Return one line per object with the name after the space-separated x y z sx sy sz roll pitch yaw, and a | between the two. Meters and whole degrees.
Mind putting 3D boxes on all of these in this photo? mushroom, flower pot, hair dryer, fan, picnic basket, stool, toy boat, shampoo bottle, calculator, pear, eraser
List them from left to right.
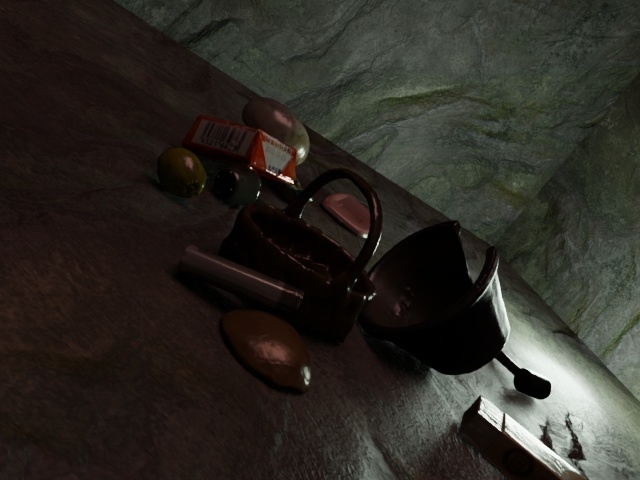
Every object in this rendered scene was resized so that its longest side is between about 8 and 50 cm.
-0.312 -0.153 1.745 0.107 0.107 0.131 19 20 -51 | pear
-0.282 -0.205 1.962 0.191 0.009 0.329 20 1 -24 | fan
-0.211 -0.138 1.966 0.096 0.096 0.110 45 21 28 | stool
-0.144 0.074 1.420 0.227 0.056 0.086 22 -7 -1 | shampoo bottle
-0.160 -0.297 2.330 0.243 0.243 0.243 35 15 -10 | mushroom
-0.099 -0.197 2.420 0.108 0.099 0.293 30 24 -32 | toy boat
0.000 0.000 1.595 0.337 0.337 0.293 25 19 -40 | picnic basket
0.113 -0.087 2.673 0.220 0.048 0.329 41 17 7 | calculator
0.290 0.168 1.863 0.251 0.379 0.379 54 5 -28 | flower pot
0.576 0.382 2.329 0.114 0.070 0.248 26 10 -36 | hair dryer
0.453 0.480 1.663 0.343 0.078 0.144 39 13 7 | eraser

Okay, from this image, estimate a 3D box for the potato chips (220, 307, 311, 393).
-0.082 0.175 1.367 0.195 0.062 0.208 35 16 -2 | potato chips

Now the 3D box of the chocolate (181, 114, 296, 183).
-0.208 -0.243 2.096 0.237 0.108 0.235 16 -3 31 | chocolate
